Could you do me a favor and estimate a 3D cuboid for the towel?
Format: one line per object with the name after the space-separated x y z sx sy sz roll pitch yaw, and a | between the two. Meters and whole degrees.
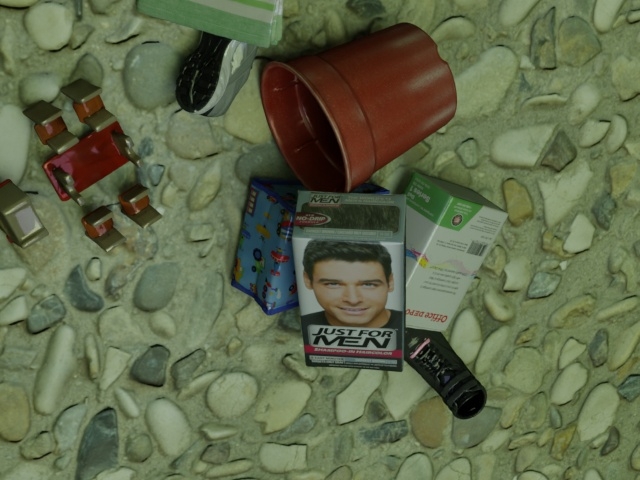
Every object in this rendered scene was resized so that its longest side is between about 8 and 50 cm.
-0.158 -0.471 1.771 0.247 0.038 0.325 17 130 6 | towel

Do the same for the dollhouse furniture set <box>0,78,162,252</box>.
-0.431 -0.105 1.908 0.259 0.135 0.262 -35 125 -20 | dollhouse furniture set

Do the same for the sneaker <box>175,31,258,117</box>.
-0.150 -0.333 1.939 0.272 0.100 0.108 -61 154 5 | sneaker

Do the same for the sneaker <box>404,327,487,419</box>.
0.254 0.265 2.392 0.104 0.147 0.296 -43 124 2 | sneaker

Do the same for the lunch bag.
0.000 0.000 2.166 0.293 0.138 0.221 -6 120 -39 | lunch bag

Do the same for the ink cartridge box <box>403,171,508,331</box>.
0.216 0.027 2.245 0.201 0.117 0.278 12 109 -47 | ink cartridge box

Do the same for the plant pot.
0.078 -0.239 1.999 0.265 0.272 0.272 -28 124 -20 | plant pot

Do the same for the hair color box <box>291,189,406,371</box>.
0.057 0.079 2.004 0.185 0.114 0.375 2 139 6 | hair color box
